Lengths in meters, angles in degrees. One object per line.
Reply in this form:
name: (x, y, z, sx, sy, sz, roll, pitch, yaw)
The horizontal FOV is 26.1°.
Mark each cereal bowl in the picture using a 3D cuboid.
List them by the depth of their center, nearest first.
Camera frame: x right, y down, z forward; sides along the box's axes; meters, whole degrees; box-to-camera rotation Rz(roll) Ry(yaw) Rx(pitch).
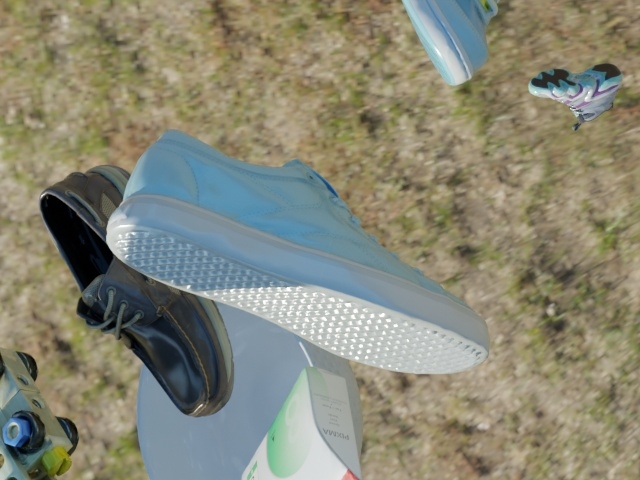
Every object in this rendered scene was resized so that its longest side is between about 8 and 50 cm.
cereal bowl: (-0.073, 0.224, 1.755, 0.339, 0.141, 0.339, 1, 92, 41)

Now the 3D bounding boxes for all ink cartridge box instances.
ink cartridge box: (-0.019, 0.267, 1.381, 0.056, 0.225, 0.181, 17, 125, -18)

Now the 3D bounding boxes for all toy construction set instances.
toy construction set: (-0.384, 0.241, 1.522, 0.215, 0.151, 0.328, -47, 73, 13)

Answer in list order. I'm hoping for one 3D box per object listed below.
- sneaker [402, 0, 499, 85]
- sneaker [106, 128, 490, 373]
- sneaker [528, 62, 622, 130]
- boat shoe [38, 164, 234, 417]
sneaker: (0.179, -0.305, 1.467, 0.208, 0.319, 0.127, -23, 132, 11)
sneaker: (0.000, 0.000, 1.249, 0.366, 0.150, 0.135, 24, 151, -15)
sneaker: (0.255, -0.139, 1.399, 0.038, 0.098, 0.069, -105, 12, -46)
boat shoe: (-0.235, 0.069, 1.673, 0.355, 0.130, 0.132, 55, 133, 21)
